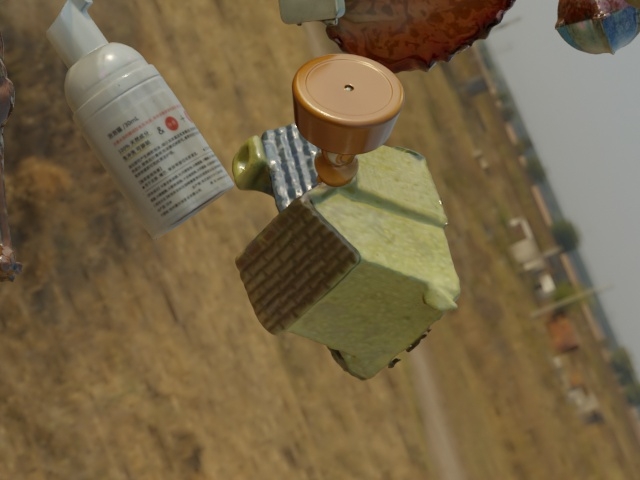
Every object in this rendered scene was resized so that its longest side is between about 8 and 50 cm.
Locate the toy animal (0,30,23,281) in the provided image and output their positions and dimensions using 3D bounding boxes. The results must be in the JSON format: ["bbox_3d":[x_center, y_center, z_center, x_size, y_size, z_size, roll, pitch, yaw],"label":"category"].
[{"bbox_3d":[-0.297,-0.104,1.301,0.224,0.066,0.229,-114,-162,-52],"label":"toy animal"}]

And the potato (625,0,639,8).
[{"bbox_3d":[0.525,-0.397,2.098,0.160,0.235,0.177,-39,125,-74],"label":"potato"}]

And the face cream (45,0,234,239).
[{"bbox_3d":[-0.285,-0.192,2.159,0.369,0.145,0.145,56,9,0],"label":"face cream"}]

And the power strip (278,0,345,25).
[{"bbox_3d":[-0.019,-0.349,1.769,0.035,0.081,0.192,-26,111,-62],"label":"power strip"}]

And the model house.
[{"bbox_3d":[0.000,0.000,1.997,0.266,0.261,0.321,22,39,-33],"label":"model house"}]

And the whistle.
[{"bbox_3d":[0.465,-0.380,2.465,0.133,0.142,0.346,49,16,-4],"label":"whistle"}]

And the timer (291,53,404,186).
[{"bbox_3d":[0.024,-0.125,1.772,0.152,0.132,0.132,100,-18,-45],"label":"timer"}]

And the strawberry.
[{"bbox_3d":[0.157,-0.397,2.278,0.149,0.336,0.265,-45,128,-49],"label":"strawberry"}]
